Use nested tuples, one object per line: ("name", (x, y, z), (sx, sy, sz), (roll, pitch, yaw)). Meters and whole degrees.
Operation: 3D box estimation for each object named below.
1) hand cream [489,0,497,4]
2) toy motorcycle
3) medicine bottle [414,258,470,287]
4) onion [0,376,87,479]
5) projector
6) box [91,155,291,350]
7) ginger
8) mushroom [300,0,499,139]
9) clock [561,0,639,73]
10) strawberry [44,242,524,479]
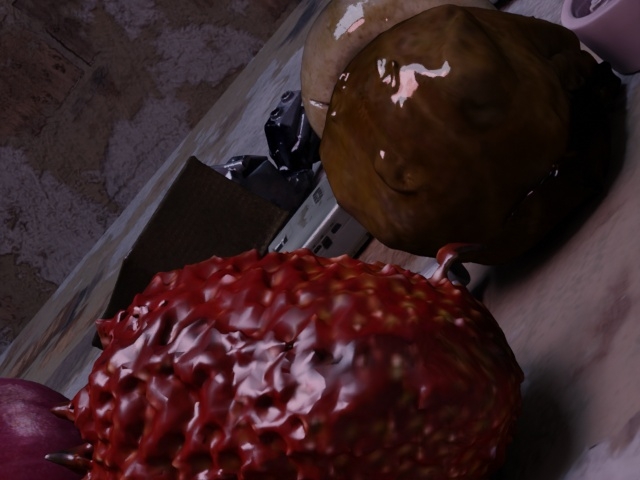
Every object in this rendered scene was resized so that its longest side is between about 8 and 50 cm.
("hand cream", (0.149, -0.309, 2.099), (0.359, 0.118, 0.185), (-31, 25, 44))
("toy motorcycle", (-0.082, -0.096, 2.227), (0.106, 0.159, 0.270), (-2, 50, 47))
("medicine bottle", (0.050, 0.106, 1.437), (0.220, 0.061, 0.092), (-47, 38, 23))
("onion", (-0.267, 0.302, 1.502), (0.345, 0.358, 0.358), (-8, 21, 4))
("projector", (0.000, 0.000, 1.876), (0.115, 0.061, 0.147), (-50, 13, 8))
("box", (-0.167, 0.050, 2.048), (0.184, 0.143, 0.273), (-62, 2, -32))
("ginger", (0.116, -0.100, 1.388), (0.200, 0.223, 0.269), (-48, 16, 32))
("mushroom", (0.074, -0.197, 1.862), (0.253, 0.189, 0.195), (-50, 10, 26))
("clock", (0.301, -0.243, 1.444), (0.197, 0.068, 0.197), (-49, 14, 16))
("strawberry", (0.002, 0.111, 1.188), (0.343, 0.292, 0.292), (-24, 26, 29))
